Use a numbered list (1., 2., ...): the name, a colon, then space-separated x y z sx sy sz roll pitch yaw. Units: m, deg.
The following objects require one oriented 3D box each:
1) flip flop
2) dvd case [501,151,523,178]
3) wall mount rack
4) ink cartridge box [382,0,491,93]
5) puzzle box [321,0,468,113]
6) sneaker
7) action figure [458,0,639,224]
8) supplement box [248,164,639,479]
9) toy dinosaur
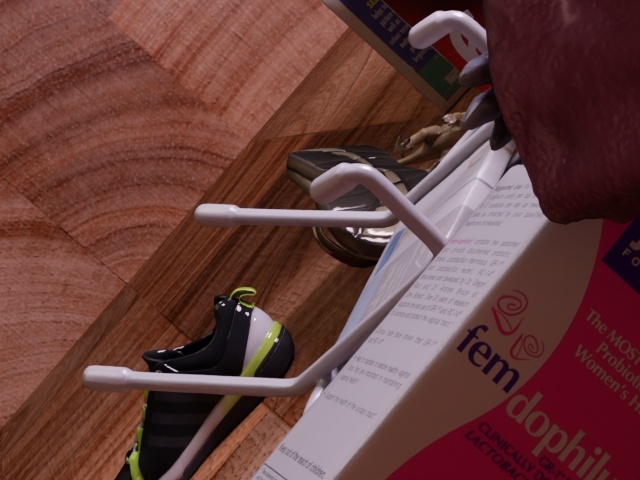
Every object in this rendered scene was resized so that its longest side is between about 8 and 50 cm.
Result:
1. flip flop: 0.032 -0.022 1.409 0.277 0.112 0.080 -138 49 -70
2. dvd case: 0.095 0.029 1.099 0.179 0.029 0.239 -46 9 17
3. wall mount rack: 0.000 0.000 1.163 0.304 0.130 0.350 -42 11 40
4. ink cartridge box: 0.163 -0.338 1.521 0.309 0.272 0.130 -45 10 25
5. puzzle box: 0.157 -0.362 1.651 0.409 0.272 0.052 -47 10 7
6. sneaker: -0.124 0.136 1.456 0.235 0.097 0.084 -48 9 5
7. action figure: 0.227 -0.098 0.575 0.275 0.248 0.370 -23 18 -40
8. supplement box: 0.072 0.081 0.738 0.220 0.111 0.114 -50 10 -9
9. toy dinosaur: 0.107 -0.086 1.494 0.183 0.053 0.092 -33 1 35
